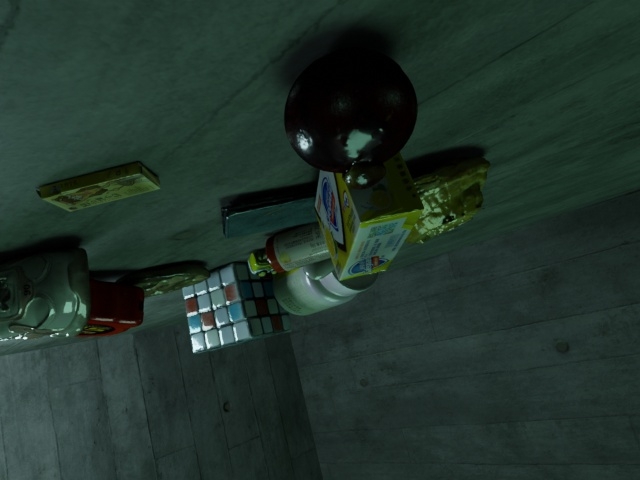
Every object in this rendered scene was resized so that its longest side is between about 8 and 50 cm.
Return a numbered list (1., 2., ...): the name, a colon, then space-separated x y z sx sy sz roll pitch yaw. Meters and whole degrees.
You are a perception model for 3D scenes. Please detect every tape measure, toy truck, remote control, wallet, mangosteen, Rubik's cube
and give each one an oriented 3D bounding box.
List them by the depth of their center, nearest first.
1. mangosteen: 0.036 -0.127 0.513 0.152 0.152 0.152 -14 169 -3
2. wallet: -0.017 -0.073 0.985 0.379 0.046 0.191 -11 168 -14
3. tape measure: -0.609 0.175 1.213 0.260 0.114 0.253 -21 154 36
4. remote control: 0.048 0.021 1.284 0.229 0.073 0.044 -38 151 -8
5. toy truck: -0.158 0.057 1.416 0.111 0.076 0.077 -9 148 -27
6. Rubik's cube: -0.286 0.228 1.612 0.259 0.253 0.256 -21 167 27

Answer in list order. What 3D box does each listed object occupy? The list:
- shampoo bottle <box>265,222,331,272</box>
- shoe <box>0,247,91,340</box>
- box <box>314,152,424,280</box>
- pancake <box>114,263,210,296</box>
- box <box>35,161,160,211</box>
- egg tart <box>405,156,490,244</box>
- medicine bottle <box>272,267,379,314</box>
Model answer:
1. shampoo bottle: 0.000 0.000 1.216 0.278 0.104 0.104 -18 168 20
2. shoe: -0.592 0.121 0.900 0.351 0.172 0.198 -23 163 33
3. box: 0.066 -0.053 0.778 0.097 0.168 0.265 -15 161 -11
4. pancake: -0.473 0.124 1.388 0.294 0.049 0.294 -15 169 -3
5. box: -0.312 -0.074 0.667 0.149 0.020 0.073 -14 170 1
6. egg tart: 0.247 -0.072 1.024 0.290 0.115 0.290 -26 169 -6
7. medicine bottle: 0.008 0.111 1.501 0.213 0.214 0.378 -7 167 -32
